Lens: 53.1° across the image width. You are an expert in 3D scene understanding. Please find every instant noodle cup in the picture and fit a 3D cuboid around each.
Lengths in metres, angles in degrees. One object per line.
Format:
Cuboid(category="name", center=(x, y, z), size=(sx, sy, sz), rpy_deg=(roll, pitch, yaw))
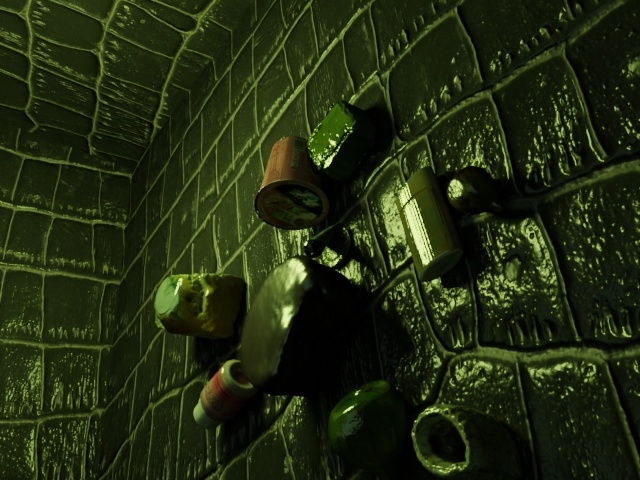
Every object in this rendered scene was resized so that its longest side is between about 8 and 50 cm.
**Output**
Cuboid(category="instant noodle cup", center=(-0.088, -0.197, 2.083), size=(0.244, 0.244, 0.255), rpy_deg=(-42, 33, 38))

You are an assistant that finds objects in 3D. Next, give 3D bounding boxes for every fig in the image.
Cuboid(category="fig", center=(0.357, -0.102, 1.448), size=(0.155, 0.103, 0.109), rpy_deg=(53, 155, 42))
Cuboid(category="fig", center=(0.135, 0.453, 1.458), size=(0.203, 0.203, 0.235), rpy_deg=(-37, 84, 41))

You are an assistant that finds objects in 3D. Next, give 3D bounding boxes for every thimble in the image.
Cuboid(category="thimble", center=(0.283, 0.400, 1.236), size=(0.190, 0.143, 0.137), rpy_deg=(33, 100, 57))

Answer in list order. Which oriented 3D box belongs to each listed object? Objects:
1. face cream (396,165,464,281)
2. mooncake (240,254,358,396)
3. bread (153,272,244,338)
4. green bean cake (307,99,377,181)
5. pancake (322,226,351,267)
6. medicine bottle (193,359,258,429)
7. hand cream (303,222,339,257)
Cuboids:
Cuboid(category="face cream", center=(0.262, -0.046, 1.586), size=(0.139, 0.067, 0.285), rpy_deg=(-44, 41, 34))
Cuboid(category="mooncake", center=(-0.066, 0.233, 1.792), size=(0.381, 0.212, 0.350), rpy_deg=(-59, 34, 10))
Cuboid(category="bread", center=(-0.489, 0.239, 2.397), size=(0.395, 0.264, 0.239), rpy_deg=(-10, 69, 53))
Cuboid(category="green bean cake", center=(0.063, -0.314, 1.993), size=(0.214, 0.113, 0.200), rpy_deg=(-54, 36, 22))
Cuboid(category="pancake", center=(0.047, 0.026, 1.917), size=(0.129, 0.022, 0.116), rpy_deg=(-32, 48, 44))
Cuboid(category="medicine bottle", center=(-0.314, 0.509, 2.088), size=(0.247, 0.147, 0.147), rpy_deg=(-51, 36, 29))
Cuboid(category="hand cream", center=(0.000, 0.000, 1.871), size=(0.086, 0.055, 0.235), rpy_deg=(-43, 1, 20))
